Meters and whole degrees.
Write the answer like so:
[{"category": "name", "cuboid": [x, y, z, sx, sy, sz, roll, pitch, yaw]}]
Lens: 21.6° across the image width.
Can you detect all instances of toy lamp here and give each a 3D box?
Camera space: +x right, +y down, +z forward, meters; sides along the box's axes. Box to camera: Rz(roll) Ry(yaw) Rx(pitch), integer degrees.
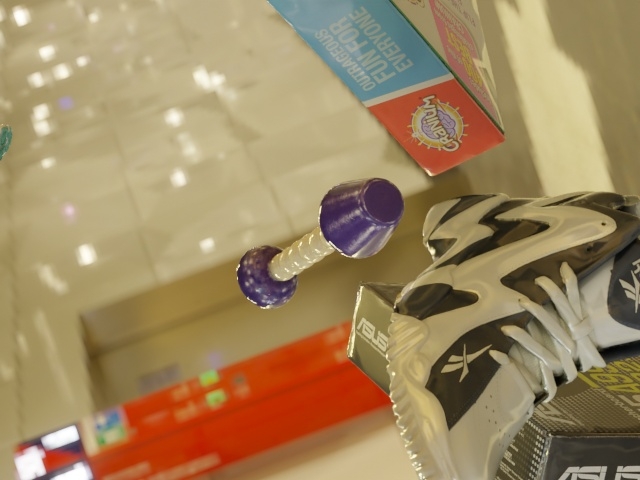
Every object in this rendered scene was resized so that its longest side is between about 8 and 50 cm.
[{"category": "toy lamp", "cuboid": [0.000, 0.000, 1.680, 0.274, 0.080, 0.080, -30, 79, 59]}]

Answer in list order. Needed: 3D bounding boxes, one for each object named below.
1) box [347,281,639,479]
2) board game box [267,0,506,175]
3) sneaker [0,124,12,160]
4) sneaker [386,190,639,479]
[{"category": "box", "cuboid": [0.168, 0.099, 1.085, 0.270, 0.216, 0.060, -141, 59, -62]}, {"category": "board game box", "cuboid": [0.026, -0.235, 1.201, 0.242, 0.064, 0.316, 44, -151, -40]}, {"category": "sneaker", "cuboid": [-0.426, -0.098, 1.873, 0.076, 0.166, 0.065, 35, 132, 20]}, {"category": "sneaker", "cuboid": [0.127, 0.045, 0.894, 0.235, 0.153, 0.094, -66, -42, -59]}]
